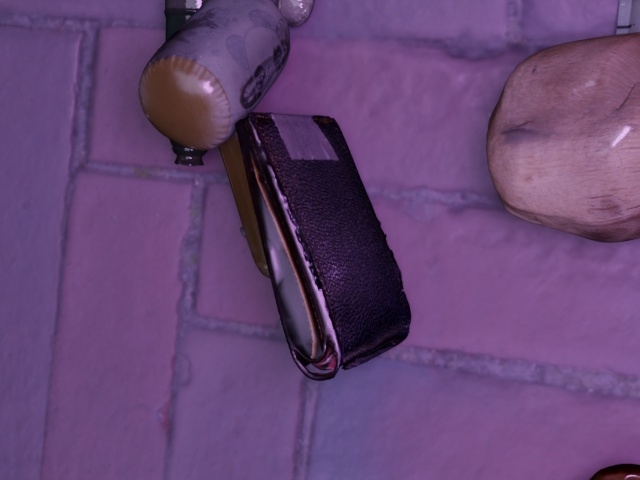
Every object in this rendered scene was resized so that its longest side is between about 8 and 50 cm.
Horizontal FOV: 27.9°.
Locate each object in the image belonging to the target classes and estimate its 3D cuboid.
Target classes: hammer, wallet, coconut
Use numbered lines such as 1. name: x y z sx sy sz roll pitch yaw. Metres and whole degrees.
1. hammer: -0.080 -0.094 1.347 0.113 0.202 0.305 2 125 27
2. wallet: 0.000 0.000 1.301 0.071 0.221 0.262 -17 88 24
3. coconut: 0.271 -0.095 1.210 0.224 0.224 0.224 1 93 19

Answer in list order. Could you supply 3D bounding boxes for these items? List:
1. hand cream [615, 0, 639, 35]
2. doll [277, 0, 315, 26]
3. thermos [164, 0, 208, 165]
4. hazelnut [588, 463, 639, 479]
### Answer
1. hand cream: 0.389 -0.206 1.247 0.205 0.050 0.078 3 71 21
2. doll: -0.083 -0.318 1.389 0.214 0.071 0.103 41 106 9
3. thermos: -0.137 -0.176 1.421 0.073 0.083 0.187 9 98 40
4. hazelnut: 0.292 0.312 1.243 0.170 0.160 0.201 23 111 -17
